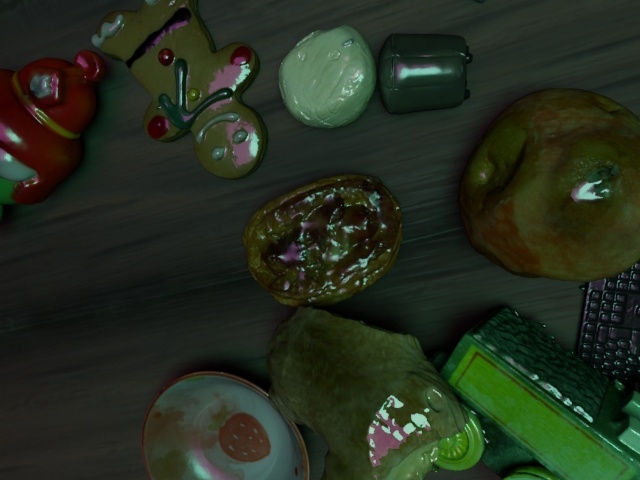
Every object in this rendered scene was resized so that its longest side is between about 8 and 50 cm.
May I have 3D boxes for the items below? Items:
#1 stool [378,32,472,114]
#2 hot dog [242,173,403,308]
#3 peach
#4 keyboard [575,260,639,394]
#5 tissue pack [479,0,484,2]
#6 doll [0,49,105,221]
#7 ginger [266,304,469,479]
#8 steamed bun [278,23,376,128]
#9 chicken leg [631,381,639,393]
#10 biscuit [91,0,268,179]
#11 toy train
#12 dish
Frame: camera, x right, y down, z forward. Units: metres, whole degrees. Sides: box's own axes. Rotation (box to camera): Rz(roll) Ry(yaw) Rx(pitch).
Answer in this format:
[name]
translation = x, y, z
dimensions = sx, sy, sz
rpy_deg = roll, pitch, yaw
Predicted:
[stool]
translation = 0.126, -0.204, 0.619
dimensions = 0.110, 0.096, 0.096
rpy_deg = 1, 99, 9
[hot dog]
translation = 0.002, 0.002, 0.679
dimensions = 0.226, 0.099, 0.161
rpy_deg = -30, 92, 13
[peach]
translation = 0.262, -0.057, 0.541
dimensions = 0.213, 0.235, 0.215
rpy_deg = 0, 94, 4
[keyboard]
translation = 0.375, 0.158, 0.656
dimensions = 0.100, 0.018, 0.310
rpy_deg = 7, 100, 11
[tissue pack]
translation = 0.190, -0.380, 0.598
dimensions = 0.112, 0.051, 0.156
rpy_deg = 32, 104, 6
[doll]
translation = -0.441, -0.143, 0.724
dimensions = 0.362, 0.160, 0.183
rpy_deg = -35, 91, 13
[ginger]
translation = 0.033, 0.192, 0.592
dimensions = 0.275, 0.130, 0.222
rpy_deg = -6, 72, 43
[steamed bun]
translation = 0.016, -0.200, 0.643
dimensions = 0.129, 0.090, 0.113
rpy_deg = -27, 82, 28
[chicken leg]
translation = 0.502, 0.248, 0.555
dimensions = 0.294, 0.182, 0.410
rpy_deg = 9, 92, 24
[biscuit]
translation = -0.181, -0.220, 0.712
dimensions = 0.196, 0.049, 0.302
rpy_deg = -32, 92, 18
[toy train]
translation = 0.244, 0.214, 0.599
dimensions = 0.271, 0.159, 0.188
rpy_deg = 38, 119, 27
[dish]
translation = -0.132, 0.304, 0.762
dimensions = 0.259, 0.085, 0.261
rpy_deg = 3, 100, 14
